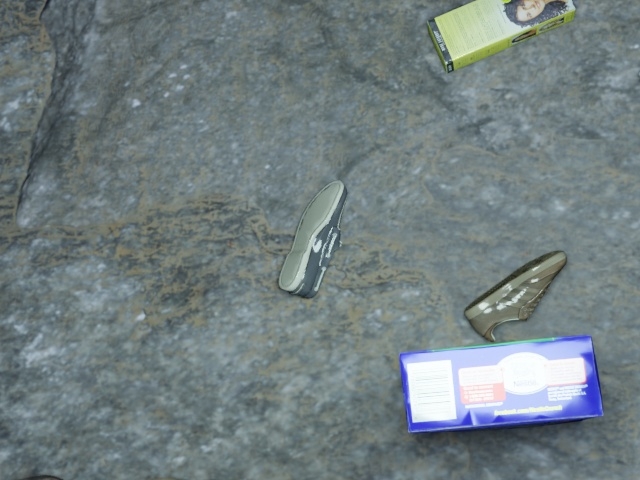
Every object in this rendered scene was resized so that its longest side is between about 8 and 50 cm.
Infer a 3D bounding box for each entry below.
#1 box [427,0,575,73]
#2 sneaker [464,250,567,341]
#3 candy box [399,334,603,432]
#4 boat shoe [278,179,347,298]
[{"bbox_3d":[0.301,-0.367,1.895,0.232,0.058,0.087,-24,78,5],"label":"box"},{"bbox_3d":[0.325,0.089,1.824,0.188,0.066,0.071,-34,94,7],"label":"sneaker"},{"bbox_3d":[0.261,0.218,1.673,0.268,0.317,0.122,-6,79,6],"label":"candy box"},{"bbox_3d":[0.000,0.000,1.890,0.065,0.075,0.206,31,78,-31],"label":"boat shoe"}]
